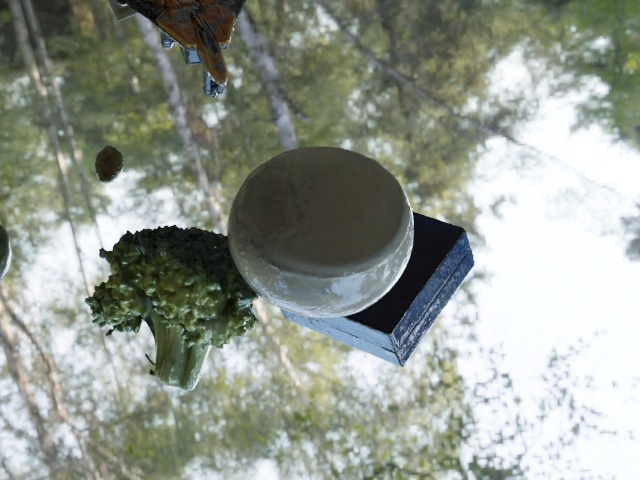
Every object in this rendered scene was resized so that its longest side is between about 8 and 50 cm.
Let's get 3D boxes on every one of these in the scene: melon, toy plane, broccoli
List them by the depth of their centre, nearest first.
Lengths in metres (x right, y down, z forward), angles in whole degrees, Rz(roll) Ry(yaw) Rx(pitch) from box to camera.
[{"bbox_3d":[-0.169,-0.286,1.437,0.204,0.103,0.316,-8,-133,-15],"label":"toy plane"},{"bbox_3d":[-0.221,0.120,1.801,0.293,0.281,0.347,14,-179,-44],"label":"broccoli"},{"bbox_3d":[-0.713,0.032,2.141,0.114,0.114,0.167,-8,-120,6],"label":"melon"}]

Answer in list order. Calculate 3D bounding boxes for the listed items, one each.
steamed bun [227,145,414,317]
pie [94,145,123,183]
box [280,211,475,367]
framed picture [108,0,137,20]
[{"bbox_3d":[0.000,0.000,1.546,0.283,0.177,0.283,1,-129,-1],"label":"steamed bun"},{"bbox_3d":[-0.455,-0.163,2.177,0.084,0.084,0.020,3,173,37],"label":"pie"},{"bbox_3d":[0.096,0.064,1.864,0.279,0.116,0.261,20,-120,34],"label":"box"},{"bbox_3d":[-0.337,-0.524,1.683,0.213,0.289,0.016,-6,-155,44],"label":"framed picture"}]
